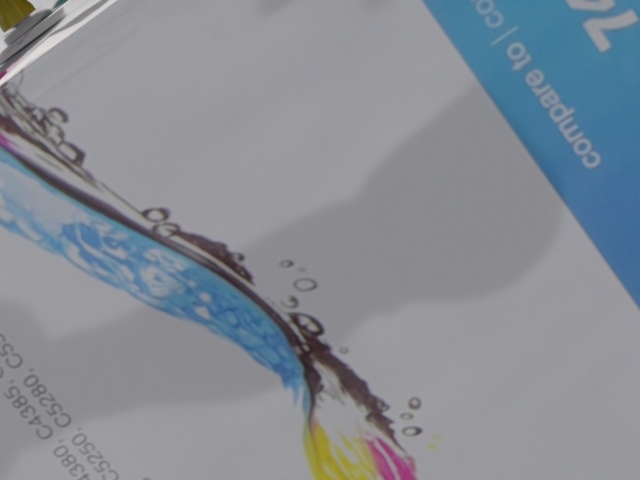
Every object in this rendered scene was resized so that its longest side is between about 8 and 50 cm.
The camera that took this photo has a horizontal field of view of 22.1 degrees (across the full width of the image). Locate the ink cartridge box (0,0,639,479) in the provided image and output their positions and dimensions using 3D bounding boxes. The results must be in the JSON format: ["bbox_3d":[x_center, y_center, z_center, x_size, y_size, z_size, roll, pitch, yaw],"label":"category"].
[{"bbox_3d":[0.000,0.000,0.472,0.270,0.198,0.197,-33,-74,14],"label":"ink cartridge box"}]

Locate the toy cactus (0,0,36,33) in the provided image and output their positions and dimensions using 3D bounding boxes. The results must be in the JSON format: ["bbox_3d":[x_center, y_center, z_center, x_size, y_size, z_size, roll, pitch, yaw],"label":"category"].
[{"bbox_3d":[-0.190,-0.146,0.743,0.112,0.180,0.219,48,-47,27],"label":"toy cactus"}]
